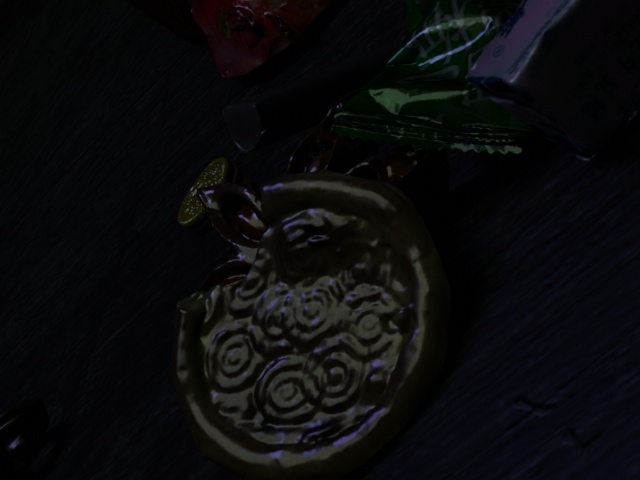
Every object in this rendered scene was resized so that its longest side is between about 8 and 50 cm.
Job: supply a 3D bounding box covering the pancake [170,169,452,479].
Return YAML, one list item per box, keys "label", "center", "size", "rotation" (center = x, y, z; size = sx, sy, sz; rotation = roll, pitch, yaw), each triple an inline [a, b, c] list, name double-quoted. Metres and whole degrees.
- label: "pancake"
  center: [-0.010, 0.062, 0.992]
  size: [0.212, 0.029, 0.235]
  rotation: [36, 99, 33]

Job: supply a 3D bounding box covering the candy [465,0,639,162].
- label: "candy"
  center: [0.182, -0.141, 0.931]
  size: [0.160, 0.092, 0.073]
  rotation: [-53, 25, 1]

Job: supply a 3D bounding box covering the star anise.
- label: "star anise"
  center: [-0.006, 0.001, 1.092]
  size: [0.220, 0.099, 0.214]
  rotation: [9, 69, 43]

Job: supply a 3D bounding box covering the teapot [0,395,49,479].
- label: "teapot"
  center: [-0.385, 0.258, 1.443]
  size: [0.269, 0.173, 0.182]
  rotation: [-38, -16, -20]

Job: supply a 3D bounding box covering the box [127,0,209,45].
- label: "box"
  center: [-0.214, -0.428, 1.783]
  size: [0.239, 0.339, 0.229]
  rotation: [-52, 26, 8]

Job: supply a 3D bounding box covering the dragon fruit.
- label: "dragon fruit"
  center: [-0.081, -0.268, 1.571]
  size: [0.161, 0.126, 0.274]
  rotation: [-59, 23, -11]

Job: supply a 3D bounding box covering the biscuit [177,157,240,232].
- label: "biscuit"
  center: [-0.115, -0.046, 1.468]
  size: [0.084, 0.023, 0.084]
  rotation: [-45, 25, 28]

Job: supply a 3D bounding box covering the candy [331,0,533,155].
- label: "candy"
  center: [0.106, -0.136, 1.058]
  size: [0.141, 0.078, 0.203]
  rotation: [-3, 47, 31]

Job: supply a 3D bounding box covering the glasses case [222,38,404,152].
- label: "glasses case"
  center: [0.016, -0.124, 1.162]
  size: [0.191, 0.042, 0.072]
  rotation: [-24, 3, -27]
